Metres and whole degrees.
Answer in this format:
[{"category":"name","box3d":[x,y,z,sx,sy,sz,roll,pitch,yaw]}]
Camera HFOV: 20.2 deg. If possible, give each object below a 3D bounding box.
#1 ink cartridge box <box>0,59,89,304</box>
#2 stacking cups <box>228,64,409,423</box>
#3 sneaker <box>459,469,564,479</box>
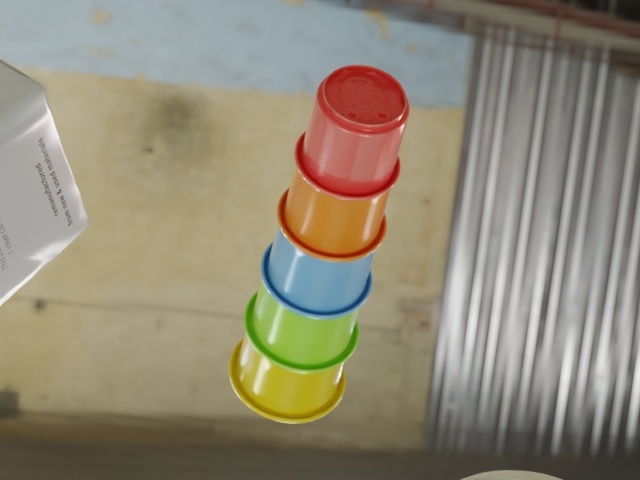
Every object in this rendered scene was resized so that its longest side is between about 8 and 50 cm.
[{"category":"ink cartridge box","box3d":[-0.228,-0.001,0.746,0.154,0.093,0.212,31,-119,29]},{"category":"stacking cups","box3d":[0.000,0.000,1.305,0.096,0.316,0.096,7,-134,-7]},{"category":"sneaker","box3d":[0.080,0.292,1.566,0.350,0.131,0.148,-11,-164,26]}]
